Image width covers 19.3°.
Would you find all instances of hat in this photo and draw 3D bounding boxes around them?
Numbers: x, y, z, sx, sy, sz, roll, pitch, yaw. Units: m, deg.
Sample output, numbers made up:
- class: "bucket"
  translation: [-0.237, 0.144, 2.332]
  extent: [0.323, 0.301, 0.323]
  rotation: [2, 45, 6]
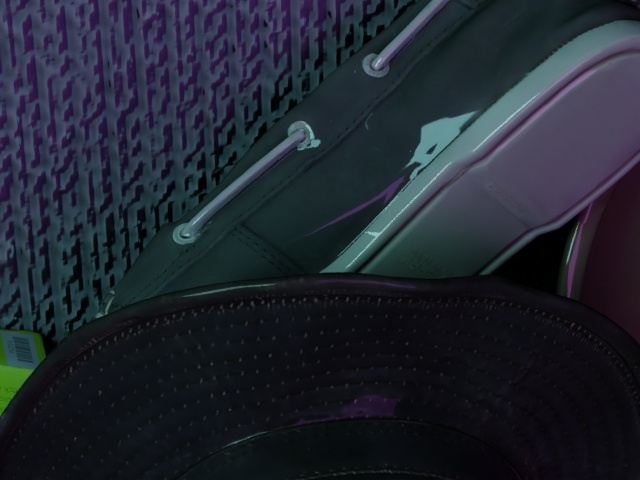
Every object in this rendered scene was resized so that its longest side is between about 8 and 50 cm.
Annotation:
- class: "hat"
  translation: [0.003, 0.166, 0.754]
  extent: [0.331, 0.134, 0.331]
  rotation: [-4, 133, -5]

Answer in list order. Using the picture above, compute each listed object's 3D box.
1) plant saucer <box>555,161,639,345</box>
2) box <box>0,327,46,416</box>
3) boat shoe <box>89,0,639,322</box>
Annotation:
- class: "plant saucer"
  translation: [0.226, 0.029, 0.860]
  extent: [0.278, 0.041, 0.278]
  rotation: [-3, 100, -19]
- class: "box"
  translation: [-0.193, 0.117, 0.820]
  extent: [0.109, 0.042, 0.178]
  rotation: [11, 112, -20]
- class: "boat shoe"
  translation: [0.000, 0.000, 0.795]
  extent: [0.335, 0.095, 0.112]
  rotation: [-38, 139, 7]
